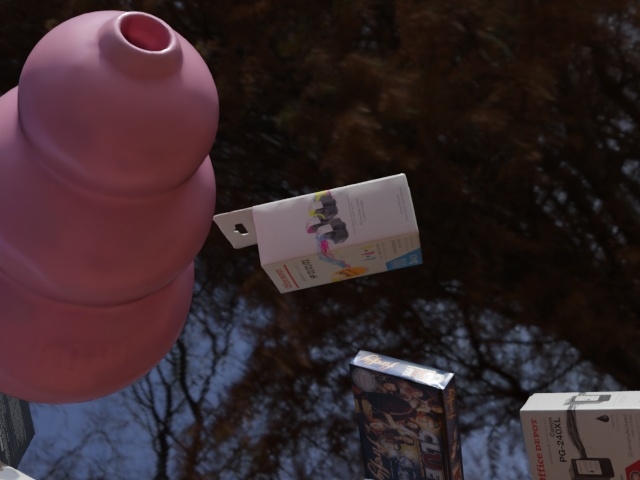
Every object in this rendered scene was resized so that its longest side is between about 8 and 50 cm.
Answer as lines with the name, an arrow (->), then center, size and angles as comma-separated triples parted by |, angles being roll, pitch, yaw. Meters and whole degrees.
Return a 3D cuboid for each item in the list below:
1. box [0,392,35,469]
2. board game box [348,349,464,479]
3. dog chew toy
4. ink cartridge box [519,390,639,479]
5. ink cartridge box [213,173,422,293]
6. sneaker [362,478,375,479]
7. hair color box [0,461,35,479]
box -> -0.598, 0.250, 1.463 | 0.293, 0.395, 0.212 | -11, -88, -10
board game box -> 0.138, 0.297, 1.585 | 0.042, 0.165, 0.243 | -43, -47, -45
dog chew toy -> -0.169, -0.025, 0.730 | 0.206, 0.207, 0.332 | -15, -29, -37
ink cartridge box -> 0.318, 0.238, 1.181 | 0.063, 0.150, 0.109 | -24, -75, -59
ink cartridge box -> 0.000, 0.000, 0.946 | 0.181, 0.062, 0.104 | -12, -19, 5
sneaker -> -0.034, 0.317, 0.880 | 0.297, 0.111, 0.129 | -42, -39, -21
hair color box -> -0.405, 0.241, 0.851 | 0.339, 0.185, 0.110 | 21, -92, -66
